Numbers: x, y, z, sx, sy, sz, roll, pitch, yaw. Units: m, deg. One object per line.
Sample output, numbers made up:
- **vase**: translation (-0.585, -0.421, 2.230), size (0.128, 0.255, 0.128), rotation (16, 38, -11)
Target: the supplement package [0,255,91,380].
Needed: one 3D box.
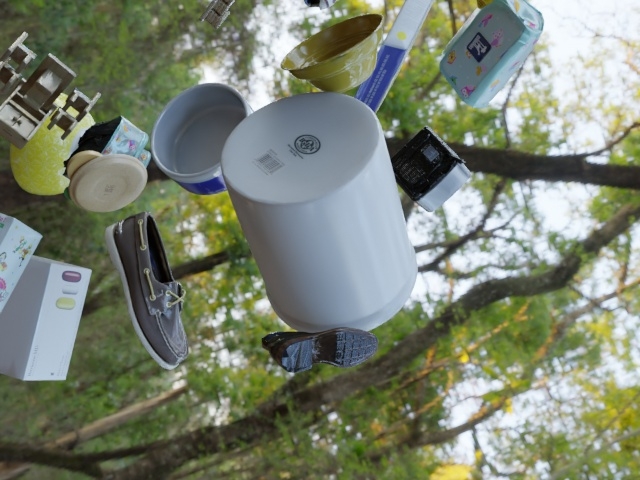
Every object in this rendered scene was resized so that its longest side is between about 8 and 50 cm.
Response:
- **supplement package**: translation (-0.667, 0.166, 1.910), size (0.145, 0.204, 0.261), rotation (19, 83, -66)

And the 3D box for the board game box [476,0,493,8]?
- **board game box**: translation (0.420, -0.598, 1.766), size (0.259, 0.039, 0.124), rotation (-32, -135, 39)

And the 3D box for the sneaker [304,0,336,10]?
- **sneaker**: translation (-0.028, -0.709, 2.398), size (0.185, 0.084, 0.069), rotation (38, -19, 40)

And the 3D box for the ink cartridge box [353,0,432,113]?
- **ink cartridge box**: translation (0.161, -0.419, 1.960), size (0.072, 0.307, 0.303), rotation (26, -24, -1)

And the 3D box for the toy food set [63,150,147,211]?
- **toy food set**: translation (-0.218, -0.059, 0.861), size (0.020, 0.083, 0.082), rotation (60, -34, 33)

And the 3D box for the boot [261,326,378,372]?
- **boot**: translation (-0.003, 0.191, 1.592), size (0.106, 0.219, 0.082), rotation (21, -72, 55)

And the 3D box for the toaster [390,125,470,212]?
- **toaster**: translation (0.290, -0.185, 2.254), size (0.110, 0.168, 0.185), rotation (33, 16, -52)

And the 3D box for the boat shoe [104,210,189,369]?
- **boat shoe**: translation (-0.335, 0.099, 1.723), size (0.324, 0.097, 0.116), rotation (67, 16, 11)

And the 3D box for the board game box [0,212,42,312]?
- **board game box**: translation (-0.676, 0.079, 1.523), size (0.224, 0.303, 0.097), rotation (18, -15, 22)

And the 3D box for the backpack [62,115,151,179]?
- **backpack**: translation (-0.461, -0.184, 1.868), size (0.144, 0.165, 0.188), rotation (38, -28, -22)

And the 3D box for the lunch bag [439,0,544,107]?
- **lunch bag**: translation (0.386, -0.433, 1.902), size (0.223, 0.160, 0.262), rotation (-50, -168, 30)

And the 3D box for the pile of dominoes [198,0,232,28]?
- **pile of dominoes**: translation (-0.149, -0.547, 1.737), size (0.251, 0.040, 0.196), rotation (-44, -166, 31)

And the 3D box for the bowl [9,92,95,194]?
- **bowl**: translation (-0.677, -0.247, 2.274), size (0.156, 0.289, 0.289), rotation (15, -48, 16)

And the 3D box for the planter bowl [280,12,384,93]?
- **planter bowl**: translation (0.039, -0.345, 1.628), size (0.090, 0.217, 0.217), rotation (61, -13, -27)

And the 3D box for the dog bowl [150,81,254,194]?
- **dog bowl**: translation (-0.274, -0.247, 2.059), size (0.265, 0.265, 0.104), rotation (61, 7, 31)

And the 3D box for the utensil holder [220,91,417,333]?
- **utensil holder**: translation (0.006, -0.050, 1.661), size (0.327, 0.328, 0.385), rotation (55, -12, 42)

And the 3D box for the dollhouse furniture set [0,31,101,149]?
- **dollhouse furniture set**: translation (-0.649, -0.349, 1.972), size (0.242, 0.212, 0.161), rotation (-35, -155, 36)
